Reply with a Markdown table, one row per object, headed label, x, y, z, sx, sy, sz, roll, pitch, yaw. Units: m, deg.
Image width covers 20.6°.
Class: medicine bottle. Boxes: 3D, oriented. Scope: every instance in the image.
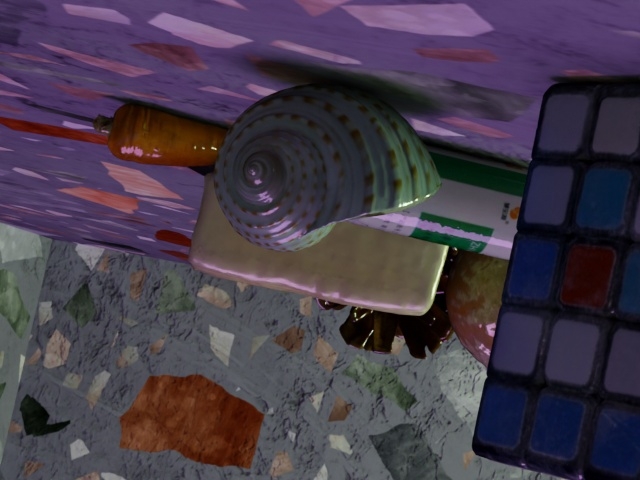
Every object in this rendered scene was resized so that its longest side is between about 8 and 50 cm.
| label | x | y | z | sx | sy | sz | roll | pitch | yaw |
| --- | --- | --- | --- | --- | --- | --- | --- | --- | --- |
| medicine bottle | 0.138 | -0.038 | 1.702 | 0.260 | 0.095 | 0.095 | 13 | 175 | -8 |

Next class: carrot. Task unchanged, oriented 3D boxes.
| label | x | y | z | sx | sy | sz | roll | pitch | yaw |
| --- | --- | --- | --- | --- | --- | --- | --- | --- | --- |
| carrot | -0.118 | -0.097 | 1.870 | 0.257 | 0.061 | 0.061 | 11 | 176 | -23 |

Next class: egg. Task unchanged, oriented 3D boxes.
| label | x | y | z | sx | sy | sz | roll | pitch | yaw |
| --- | --- | --- | --- | --- | --- | --- | --- | --- | --- |
| egg | 0.238 | 0.062 | 2.032 | 0.195 | 0.194 | 0.233 | 9 | -174 | 27 |

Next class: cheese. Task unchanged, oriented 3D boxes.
| label | x | y | z | sx | sy | sz | roll | pitch | yaw |
| --- | --- | --- | --- | --- | --- | --- | --- | --- | --- |
| cheese | 0.000 | 0.000 | 1.931 | 0.266 | 0.123 | 0.242 | 12 | -173 | 0 |

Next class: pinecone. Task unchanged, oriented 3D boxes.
| label | x | y | z | sx | sy | sz | roll | pitch | yaw |
| --- | --- | --- | --- | --- | --- | --- | --- | --- | --- |
| pinecone | 0.088 | 0.048 | 2.206 | 0.203 | 0.201 | 0.229 | -14 | 136 | 13 |

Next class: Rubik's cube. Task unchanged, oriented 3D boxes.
| label | x | y | z | sx | sy | sz | roll | pitch | yaw |
| --- | --- | --- | --- | --- | --- | --- | --- | --- | --- |
| Rubik's cube | 0.322 | 0.058 | 1.247 | 0.292 | 0.286 | 0.293 | 15 | 175 | -36 |

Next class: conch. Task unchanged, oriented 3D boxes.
| label | x | y | z | sx | sy | sz | roll | pitch | yaw |
| --- | --- | --- | --- | --- | --- | --- | --- | --- | --- |
| conch | 0.000 | -0.071 | 1.486 | 0.172 | 0.131 | 0.200 | -20 | -171 | 27 |

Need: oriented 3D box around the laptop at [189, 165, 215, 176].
| label | x | y | z | sx | sy | sz | roll | pitch | yaw |
| --- | --- | --- | --- | --- | --- | --- | --- | --- | --- |
| laptop | -0.089 | -0.085 | 2.079 | 0.154 | 0.026 | 0.207 | 11 | 174 | 20 |
